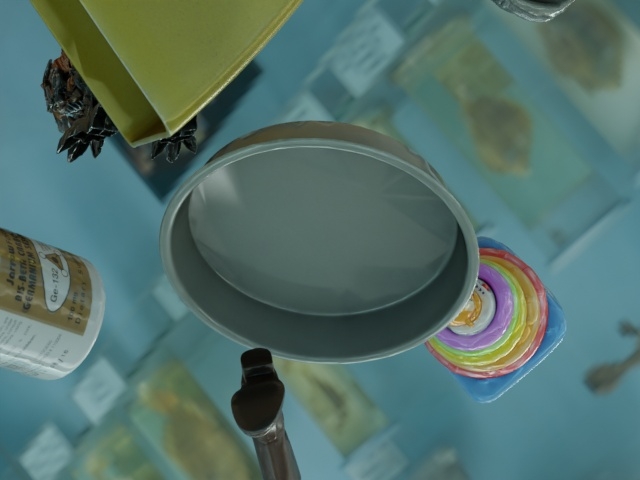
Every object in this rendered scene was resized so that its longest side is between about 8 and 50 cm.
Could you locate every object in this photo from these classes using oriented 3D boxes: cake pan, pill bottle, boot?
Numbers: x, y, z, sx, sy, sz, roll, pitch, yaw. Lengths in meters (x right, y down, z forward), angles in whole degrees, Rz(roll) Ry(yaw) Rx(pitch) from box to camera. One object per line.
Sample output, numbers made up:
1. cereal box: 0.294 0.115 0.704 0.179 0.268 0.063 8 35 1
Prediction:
1. cake pan: 0.000 0.000 1.602 0.293 0.293 0.054 -50 -157 41
2. pill bottle: -0.332 0.047 1.676 0.229 0.131 0.131 23 121 -43
3. boot: -0.034 0.147 1.213 0.037 0.114 0.106 -6 -155 5

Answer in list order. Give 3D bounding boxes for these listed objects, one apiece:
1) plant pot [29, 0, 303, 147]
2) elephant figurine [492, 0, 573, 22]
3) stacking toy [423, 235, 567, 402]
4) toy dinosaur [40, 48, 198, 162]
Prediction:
1. plant pot: -0.123 -0.218 1.410 0.187 0.212 0.212 -36 -171 -12
2. elephant figurine: 0.154 -0.263 1.447 0.239 0.186 0.169 -45 -157 12
3. stacking toy: 0.176 0.080 2.053 0.166 0.175 0.302 -43 165 6
4. toy dinosaur: -0.239 -0.207 1.955 0.164 0.218 0.322 -12 156 -14
